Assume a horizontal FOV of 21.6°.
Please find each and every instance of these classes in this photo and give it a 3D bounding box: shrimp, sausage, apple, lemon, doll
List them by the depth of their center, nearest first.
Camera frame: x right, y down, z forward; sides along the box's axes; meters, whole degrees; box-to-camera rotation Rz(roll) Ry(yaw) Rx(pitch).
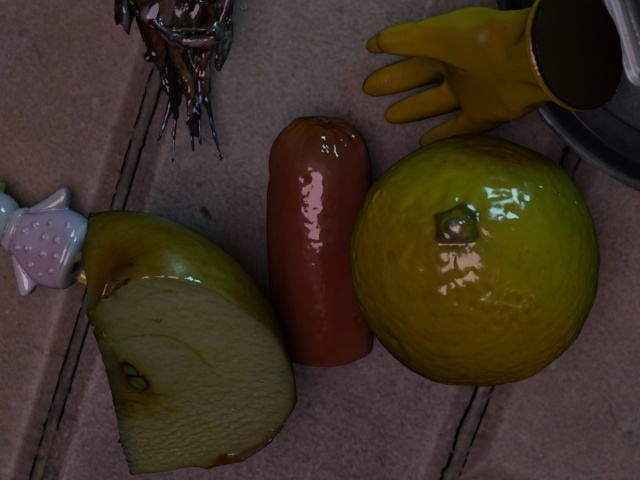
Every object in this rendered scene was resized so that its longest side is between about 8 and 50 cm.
[{"bbox_3d":[0.151,0.021,1.638,0.267,0.267,0.267,3,103,11],"label":"lemon"},{"bbox_3d":[-0.133,-0.244,1.713,0.145,0.116,0.343,9,109,34],"label":"shrimp"},{"bbox_3d":[-0.149,0.108,1.734,0.254,0.179,0.346,43,153,34],"label":"apple"},{"bbox_3d":[0.000,0.000,1.741,0.113,0.113,0.259,1,106,12],"label":"sausage"},{"bbox_3d":[-0.316,-0.006,1.822,0.207,0.081,0.129,25,99,8],"label":"doll"}]

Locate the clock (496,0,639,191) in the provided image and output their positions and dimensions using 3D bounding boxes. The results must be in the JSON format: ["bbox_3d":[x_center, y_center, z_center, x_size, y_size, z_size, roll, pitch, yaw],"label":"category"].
[{"bbox_3d":[0.344,-0.225,1.554,0.386,0.076,0.386,18,122,32],"label":"clock"}]

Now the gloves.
[{"bbox_3d":[0.146,-0.161,1.636,0.294,0.116,0.133,-8,99,51],"label":"gloves"}]
